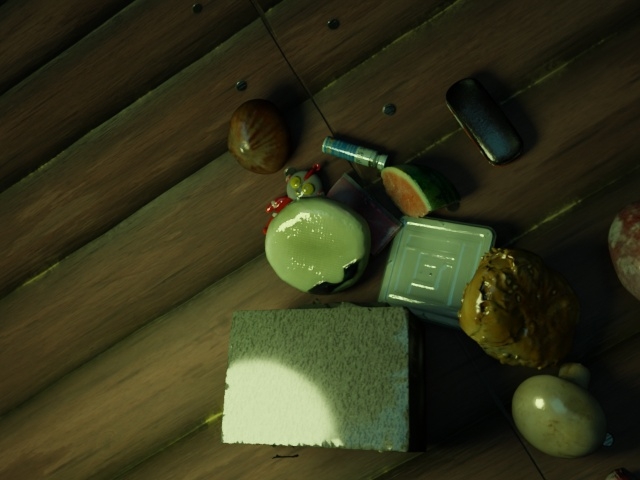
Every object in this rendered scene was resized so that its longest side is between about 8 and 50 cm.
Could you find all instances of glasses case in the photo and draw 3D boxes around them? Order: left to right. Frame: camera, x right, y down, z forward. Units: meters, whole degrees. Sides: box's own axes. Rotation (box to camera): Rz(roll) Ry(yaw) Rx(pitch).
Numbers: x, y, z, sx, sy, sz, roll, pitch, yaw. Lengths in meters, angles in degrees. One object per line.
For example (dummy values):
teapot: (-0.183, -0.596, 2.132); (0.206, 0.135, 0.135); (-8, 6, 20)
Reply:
glasses case: (0.431, -0.314, 1.559); (0.103, 0.067, 0.267); (-31, 72, 6)

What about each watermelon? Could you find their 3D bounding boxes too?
watermelon: (0.271, -0.154, 1.543); (0.146, 0.128, 0.231); (-23, 54, -19)

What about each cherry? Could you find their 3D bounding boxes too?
cherry: (0.783, 0.035, 1.319); (0.236, 0.213, 0.285); (-35, 54, -6)

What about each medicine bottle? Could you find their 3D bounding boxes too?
medicine bottle: (0.097, -0.242, 1.642); (0.191, 0.051, 0.051); (21, 85, 19)

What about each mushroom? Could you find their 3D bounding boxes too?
mushroom: (0.534, 0.381, 1.341); (0.206, 0.207, 0.209); (-10, 35, 13)

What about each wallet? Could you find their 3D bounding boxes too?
wallet: (0.106, -0.071, 1.601); (0.232, 0.025, 0.119); (45, 100, 26)

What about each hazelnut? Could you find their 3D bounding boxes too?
hazelnut: (-0.182, -0.284, 1.652); (0.186, 0.210, 0.210); (14, 81, 57)

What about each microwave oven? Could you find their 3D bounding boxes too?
microwave oven: (0.020, 0.324, 1.402); (0.431, 0.236, 0.375); (-4, 69, 18)

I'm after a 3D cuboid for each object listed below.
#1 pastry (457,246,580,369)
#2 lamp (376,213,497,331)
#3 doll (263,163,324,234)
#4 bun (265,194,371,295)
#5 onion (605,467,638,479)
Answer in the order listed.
pastry: (0.453, 0.159, 1.376); (0.311, 0.162, 0.255); (42, 79, -20)
lamp: (0.295, 0.078, 1.511); (0.266, 0.047, 0.269); (11, 81, 28)
doll: (-0.065, -0.108, 1.648); (0.142, 0.076, 0.245); (30, 92, 14)
bun: (0.000, 0.000, 1.551); (0.282, 0.179, 0.284); (5, 116, 11)
onion: (0.689, 0.600, 1.268); (0.098, 0.151, 0.206); (-49, 54, 16)
